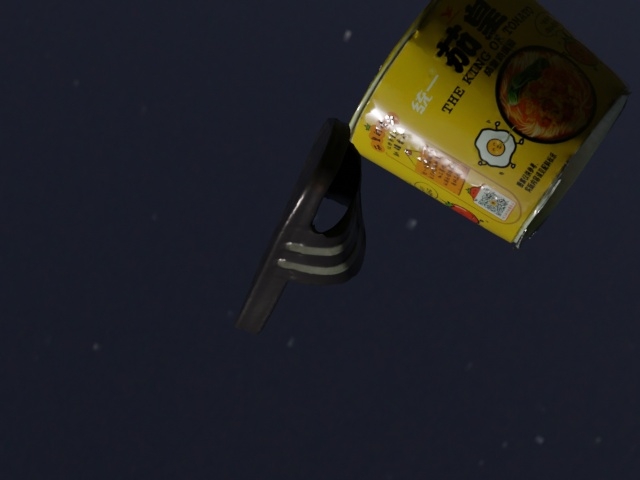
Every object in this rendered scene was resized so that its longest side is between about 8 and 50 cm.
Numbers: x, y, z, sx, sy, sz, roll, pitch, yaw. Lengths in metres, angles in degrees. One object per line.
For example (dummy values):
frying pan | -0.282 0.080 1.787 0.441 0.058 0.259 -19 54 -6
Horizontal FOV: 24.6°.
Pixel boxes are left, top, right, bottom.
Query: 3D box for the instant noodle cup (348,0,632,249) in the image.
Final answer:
instant noodle cup | 0.125 -0.092 1.043 0.144 0.182 0.182 38 -141 9

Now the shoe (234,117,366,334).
shoe | 0.000 0.000 0.791 0.049 0.179 0.071 22 -125 -4
